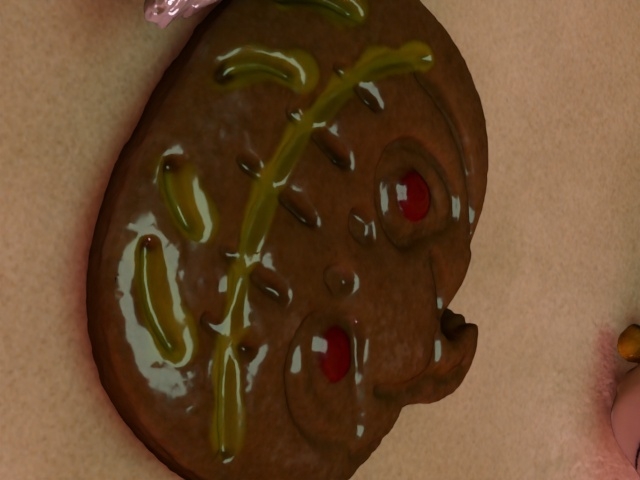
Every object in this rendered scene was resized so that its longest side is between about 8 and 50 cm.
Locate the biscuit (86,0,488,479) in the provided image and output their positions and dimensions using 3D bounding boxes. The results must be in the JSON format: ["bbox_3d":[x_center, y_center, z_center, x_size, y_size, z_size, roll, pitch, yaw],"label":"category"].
[{"bbox_3d":[0.007,0.000,1.284,0.350,0.070,0.394,39,61,-36],"label":"biscuit"}]

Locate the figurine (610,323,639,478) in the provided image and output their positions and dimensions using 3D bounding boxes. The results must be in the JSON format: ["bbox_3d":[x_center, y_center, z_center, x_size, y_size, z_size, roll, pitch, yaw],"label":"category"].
[{"bbox_3d":[0.326,0.137,1.565,0.186,0.176,0.287,20,48,0],"label":"figurine"}]

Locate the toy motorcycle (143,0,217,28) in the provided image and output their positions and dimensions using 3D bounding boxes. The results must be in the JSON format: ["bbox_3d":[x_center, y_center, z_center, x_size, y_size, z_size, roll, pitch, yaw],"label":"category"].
[{"bbox_3d":[-0.021,-0.244,1.223,0.223,0.108,0.340,52,48,0],"label":"toy motorcycle"}]
